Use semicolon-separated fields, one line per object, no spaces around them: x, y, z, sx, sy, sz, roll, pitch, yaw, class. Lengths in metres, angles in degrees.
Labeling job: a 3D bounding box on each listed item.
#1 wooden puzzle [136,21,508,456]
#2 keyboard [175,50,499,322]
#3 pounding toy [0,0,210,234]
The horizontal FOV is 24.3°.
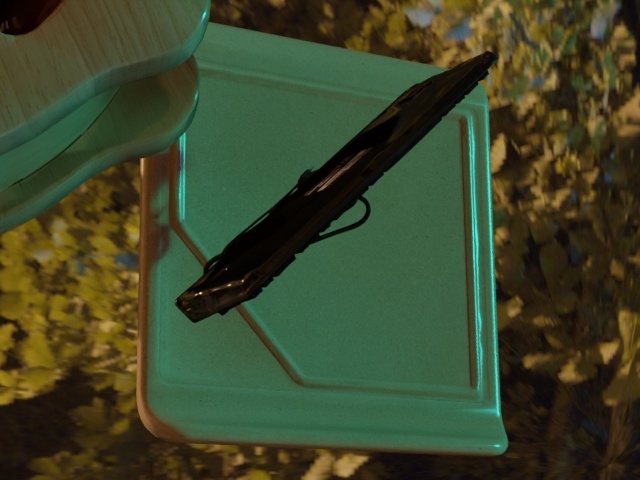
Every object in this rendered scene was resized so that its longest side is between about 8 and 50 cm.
0.000;0.000;0.818;0.221;0.044;0.238;7;-111;-29;wooden puzzle
0.013;-0.018;0.719;0.192;0.100;0.038;-42;-77;-30;keyboard
-0.130;-0.150;0.500;0.154;0.155;0.269;-10;-109;-12;pounding toy
